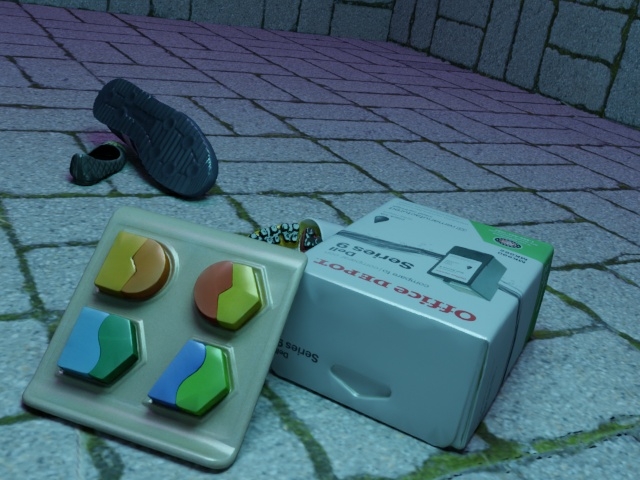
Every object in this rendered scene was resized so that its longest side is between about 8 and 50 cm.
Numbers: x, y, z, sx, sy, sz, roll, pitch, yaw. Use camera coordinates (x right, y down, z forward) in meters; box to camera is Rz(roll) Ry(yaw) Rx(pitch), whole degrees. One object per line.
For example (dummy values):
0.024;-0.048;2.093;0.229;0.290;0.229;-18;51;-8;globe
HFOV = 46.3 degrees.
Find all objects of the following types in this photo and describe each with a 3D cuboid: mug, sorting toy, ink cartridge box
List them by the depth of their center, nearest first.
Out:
-0.131;0.070;0.648;0.193;0.038;0.208;15;63;12;sorting toy
0.108;0.067;0.795;0.211;0.121;0.289;19;24;21;ink cartridge box
0.002;-0.002;1.009;0.064;0.062;0.078;2;28;-40;mug

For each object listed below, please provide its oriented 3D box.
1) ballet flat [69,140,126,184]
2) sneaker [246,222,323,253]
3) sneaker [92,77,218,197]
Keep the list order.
-0.345;-0.132;1.184;0.057;0.049;0.173;11;21;-1;ballet flat
-0.107;0.047;0.823;0.225;0.093;0.088;-7;67;-10;sneaker
-0.246;-0.160;1.239;0.319;0.112;0.131;43;4;35;sneaker
